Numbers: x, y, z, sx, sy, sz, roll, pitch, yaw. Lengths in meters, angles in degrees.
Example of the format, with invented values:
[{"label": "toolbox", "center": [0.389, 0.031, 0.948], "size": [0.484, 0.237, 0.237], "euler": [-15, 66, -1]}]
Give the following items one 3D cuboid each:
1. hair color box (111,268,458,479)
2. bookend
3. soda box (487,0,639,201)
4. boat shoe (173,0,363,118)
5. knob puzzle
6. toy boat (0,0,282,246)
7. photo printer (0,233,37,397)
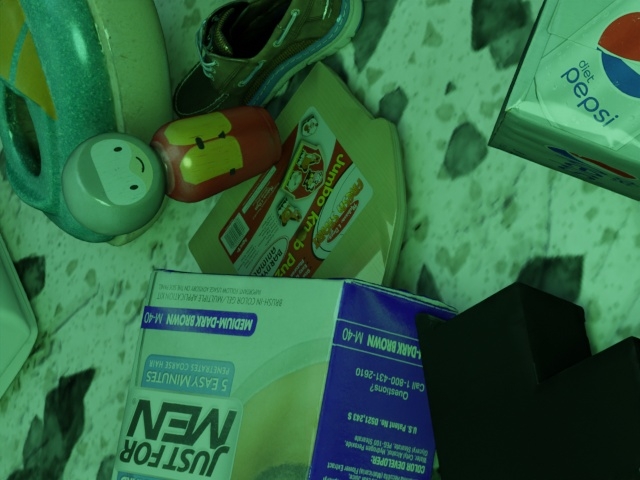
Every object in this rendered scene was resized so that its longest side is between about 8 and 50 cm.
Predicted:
[{"label": "hair color box", "center": [-0.042, 0.192, 1.097], "size": [0.185, 0.110, 0.339], "euler": [1, 79, 47]}, {"label": "bookend", "center": [0.140, 0.086, 0.995], "size": [0.156, 0.072, 0.157], "euler": [-34, 51, 35]}, {"label": "soda box", "center": [0.146, -0.078, 0.909], "size": [0.286, 0.098, 0.091], "euler": [4, -73, -86]}, {"label": "boat shoe", "center": [-0.054, -0.141, 1.314], "size": [0.183, 0.066, 0.066], "euler": [-35, 51, 36]}, {"label": "knob puzzle", "center": [0.000, 0.000, 1.224], "size": [0.213, 0.030, 0.213], "euler": [-22, 59, 42]}, {"label": "toy boat", "center": [-0.164, -0.096, 1.292], "size": [0.318, 0.148, 0.267], "euler": [34, 138, 51]}, {"label": "photo printer", "center": [-0.373, 0.059, 1.567], "size": [0.256, 0.107, 0.307], "euler": [-53, 42, 20]}]
